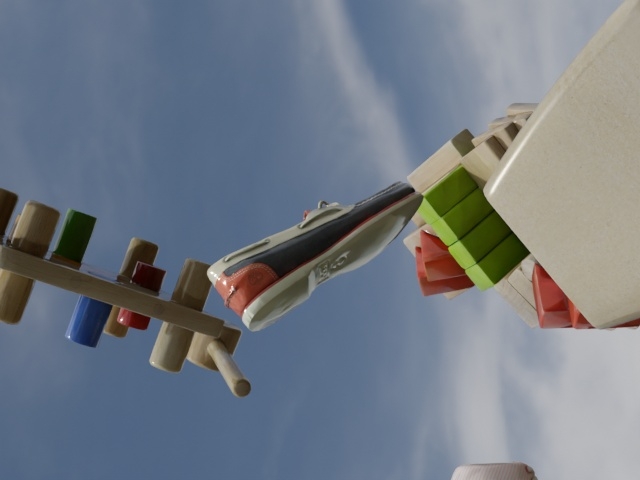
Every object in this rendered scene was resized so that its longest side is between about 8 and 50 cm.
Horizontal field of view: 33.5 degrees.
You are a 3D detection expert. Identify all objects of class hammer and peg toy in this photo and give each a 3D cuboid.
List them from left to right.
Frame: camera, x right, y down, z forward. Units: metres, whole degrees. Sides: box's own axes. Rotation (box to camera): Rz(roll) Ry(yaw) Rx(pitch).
[{"bbox_3d":[-0.214,0.056,1.188,0.361,0.266,0.127,22,-93,-28],"label":"hammer and peg toy"}]

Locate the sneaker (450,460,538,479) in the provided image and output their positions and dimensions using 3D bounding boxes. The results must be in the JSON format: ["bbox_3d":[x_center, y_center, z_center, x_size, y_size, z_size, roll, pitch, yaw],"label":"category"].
[{"bbox_3d":[0.137,0.173,0.647,0.051,0.134,0.070,111,173,-60],"label":"sneaker"}]

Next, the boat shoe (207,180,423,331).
[{"bbox_3d":[0.000,0.000,0.614,0.137,0.043,0.049,-33,-25,-21],"label":"boat shoe"}]

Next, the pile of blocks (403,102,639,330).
[{"bbox_3d":[0.158,-0.003,0.719,0.113,0.362,0.149,-39,-66,-26],"label":"pile of blocks"}]

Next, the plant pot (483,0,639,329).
[{"bbox_3d":[0.132,-0.026,0.432,0.109,0.096,0.109,51,-156,7],"label":"plant pot"}]
